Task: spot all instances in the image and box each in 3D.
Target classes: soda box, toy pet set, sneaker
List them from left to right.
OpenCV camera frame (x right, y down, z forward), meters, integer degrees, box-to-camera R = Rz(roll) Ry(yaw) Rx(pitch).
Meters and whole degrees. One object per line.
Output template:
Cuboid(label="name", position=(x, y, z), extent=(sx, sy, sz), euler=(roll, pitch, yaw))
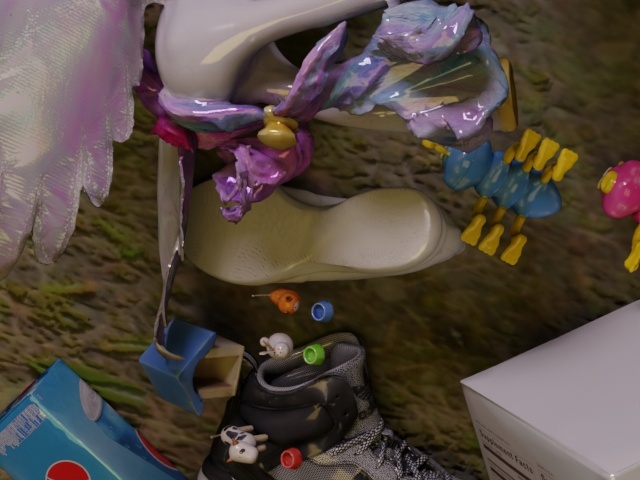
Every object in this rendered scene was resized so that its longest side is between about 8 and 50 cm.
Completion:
Cuboid(label="soda box", position=(-0.159, 0.195, 0.982), extent=(0.067, 0.071, 0.210), euler=(-42, 99, 17))
Cuboid(label="toy pet set", position=(-0.064, 0.088, 0.872), extent=(0.114, 0.065, 0.122), euler=(17, 100, 39))
Cuboid(label="sneaker", position=(0.000, 0.000, 0.899), extent=(0.212, 0.094, 0.080), euler=(5, 84, 28))
Cuboid(label="sneaker", position=(0.044, 0.157, 0.926), extent=(0.269, 0.101, 0.153), euler=(10, 112, 7))

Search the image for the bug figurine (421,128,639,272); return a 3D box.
Cuboid(label="bug figurine", position=(0.212, -0.096, 0.838), extent=(0.216, 0.072, 0.279), euler=(30, 105, -10))

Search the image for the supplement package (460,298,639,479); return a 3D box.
Cuboid(label="supplement package", position=(0.251, 0.195, 0.831), extent=(0.199, 0.198, 0.262), euler=(-22, 106, -15))

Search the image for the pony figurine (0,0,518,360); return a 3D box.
Cuboid(label="pony figurine", position=(-0.069, -0.124, 0.779), extent=(0.364, 0.303, 0.350), euler=(-6, 71, 12))
